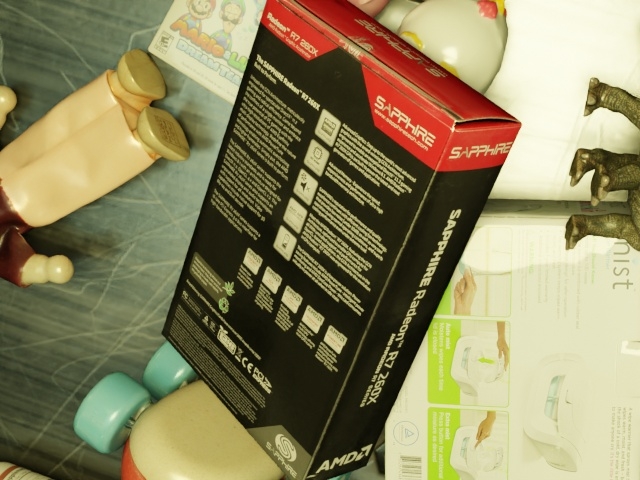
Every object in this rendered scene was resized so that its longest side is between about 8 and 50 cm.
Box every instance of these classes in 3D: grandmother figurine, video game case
[{"bbox_3d":[-0.296,-0.047,1.127,0.342,0.104,0.208,-26,66,17],"label":"grandmother figurine"},{"bbox_3d":[-0.066,-0.203,1.088,0.157,0.019,0.143,33,104,4],"label":"video game case"}]

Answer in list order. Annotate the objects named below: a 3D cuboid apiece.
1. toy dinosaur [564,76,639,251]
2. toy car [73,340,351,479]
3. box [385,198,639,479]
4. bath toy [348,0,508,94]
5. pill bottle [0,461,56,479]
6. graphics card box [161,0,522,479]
[{"bbox_3d":[0.289,-0.054,0.917,0.160,0.314,0.121,11,134,0],"label":"toy dinosaur"},{"bbox_3d":[-0.127,0.258,1.100,0.219,0.210,0.238,33,117,15],"label":"toy car"},{"bbox_3d":[0.178,0.097,1.037,0.231,0.127,0.262,0,99,11],"label":"box"},{"bbox_3d":[0.045,-0.273,1.006,0.348,0.151,0.129,49,60,2],"label":"bath toy"},{"bbox_3d":[-0.304,0.303,1.172,0.216,0.121,0.121,18,103,8],"label":"pill bottle"},{"bbox_3d":[0.000,0.000,0.978,0.233,0.094,0.371,41,123,34],"label":"graphics card box"}]
